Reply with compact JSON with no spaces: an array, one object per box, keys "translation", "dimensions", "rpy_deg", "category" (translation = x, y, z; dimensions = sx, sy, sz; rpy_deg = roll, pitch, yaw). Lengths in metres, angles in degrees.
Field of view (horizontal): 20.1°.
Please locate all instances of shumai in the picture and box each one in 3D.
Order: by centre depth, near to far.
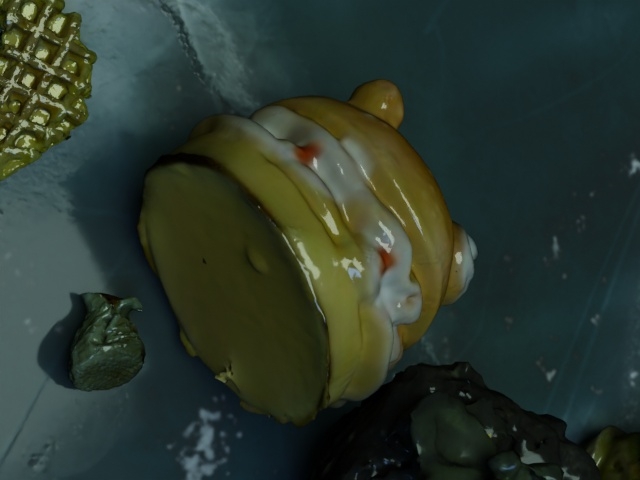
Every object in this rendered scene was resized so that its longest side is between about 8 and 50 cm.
[{"translation":[-0.195,0.083,1.589],"dimensions":[0.083,0.082,0.080],"rpy_deg":[11,45,-53],"category":"shumai"}]

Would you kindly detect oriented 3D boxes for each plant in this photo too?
[{"translation":[0.117,0.215,1.509],"dimensions":[0.215,0.312,0.213],"rpy_deg":[33,67,-5],"category":"plant"}]

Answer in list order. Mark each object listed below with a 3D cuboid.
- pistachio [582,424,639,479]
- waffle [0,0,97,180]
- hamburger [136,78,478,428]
[{"translation":[0.333,0.322,1.774],"dimensions":[0.197,0.166,0.288],"rpy_deg":[11,79,-52],"category":"pistachio"},{"translation":[-0.282,-0.134,1.552],"dimensions":[0.194,0.051,0.149],"rpy_deg":[-34,103,-17],"category":"waffle"},{"translation":[0.000,0.000,1.579],"dimensions":[0.237,0.276,0.276],"rpy_deg":[-32,102,-33],"category":"hamburger"}]
